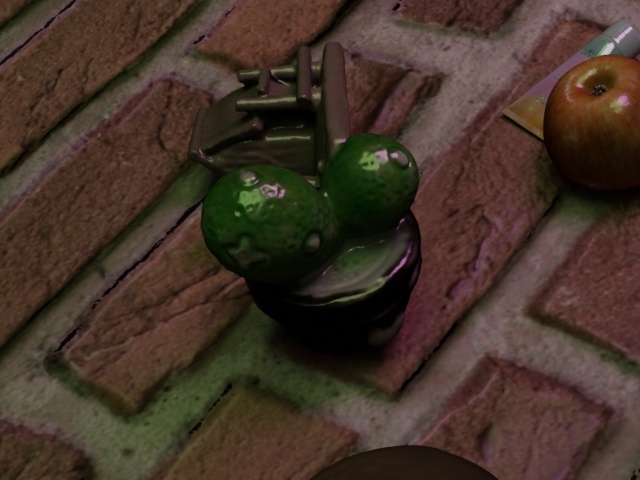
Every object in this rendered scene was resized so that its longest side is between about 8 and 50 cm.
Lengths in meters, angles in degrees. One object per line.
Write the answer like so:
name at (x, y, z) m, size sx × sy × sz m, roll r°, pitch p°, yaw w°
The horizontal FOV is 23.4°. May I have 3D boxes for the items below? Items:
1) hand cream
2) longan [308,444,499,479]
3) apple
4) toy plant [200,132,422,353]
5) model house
hand cream at (0.293, -0.180, 1.750) m, size 0.174 × 0.047 × 0.076 m, roll -40°, pitch 52°, yaw -14°
longan at (0.061, 0.275, 1.226) m, size 0.246 × 0.246 × 0.215 m, roll -19°, pitch 59°, yaw -7°
apple at (0.305, -0.125, 1.626) m, size 0.146 × 0.131 × 0.146 m, roll -9°, pitch 49°, yaw 10°
toy plant at (0.000, 0.000, 1.496) m, size 0.218 × 0.235 × 0.175 m, roll -27°, pitch 45°, yaw -14°
model house at (-0.053, -0.102, 1.689) m, size 0.188 × 0.122 × 0.229 m, roll -8°, pitch 48°, yaw 7°
